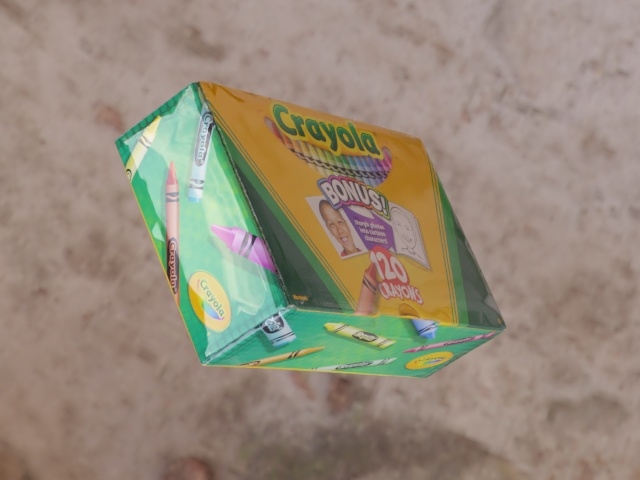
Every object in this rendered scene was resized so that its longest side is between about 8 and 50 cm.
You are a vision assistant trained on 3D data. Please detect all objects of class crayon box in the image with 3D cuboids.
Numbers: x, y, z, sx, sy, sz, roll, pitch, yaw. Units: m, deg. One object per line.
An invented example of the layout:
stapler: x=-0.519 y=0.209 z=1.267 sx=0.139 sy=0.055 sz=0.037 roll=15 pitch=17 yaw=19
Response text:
crayon box: x=0.000 y=0.000 z=1.291 sx=0.081 sy=0.278 sz=0.165 roll=-34 pitch=68 yaw=27
